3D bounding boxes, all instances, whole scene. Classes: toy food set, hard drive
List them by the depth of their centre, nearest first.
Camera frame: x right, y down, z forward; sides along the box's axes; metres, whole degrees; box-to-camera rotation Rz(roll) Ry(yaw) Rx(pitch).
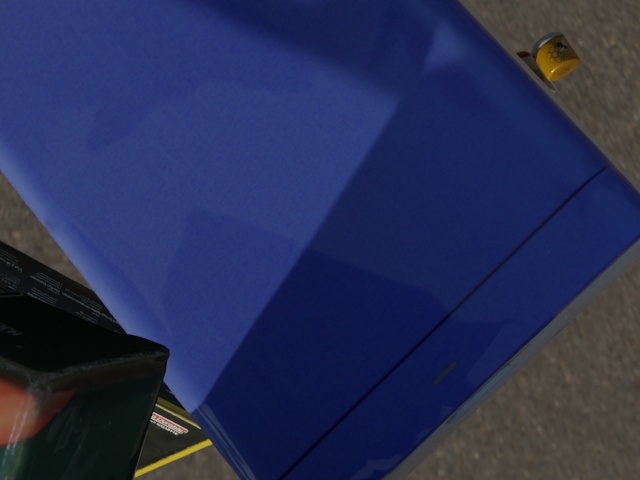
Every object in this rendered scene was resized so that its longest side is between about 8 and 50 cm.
[{"bbox_3d":[-0.031,-0.052,0.683,0.210,0.040,0.319,-46,71,16],"label":"hard drive"},{"bbox_3d":[0.149,-0.163,1.624,0.232,0.104,0.111,-32,162,2],"label":"toy food set"}]

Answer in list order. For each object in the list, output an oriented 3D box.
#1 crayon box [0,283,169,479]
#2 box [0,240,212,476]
[{"bbox_3d":[-0.191,0.153,0.511,0.202,0.081,0.319,20,100,22],"label":"crayon box"},{"bbox_3d":[-0.276,0.115,1.431,0.322,0.079,0.257,32,147,-23],"label":"box"}]
